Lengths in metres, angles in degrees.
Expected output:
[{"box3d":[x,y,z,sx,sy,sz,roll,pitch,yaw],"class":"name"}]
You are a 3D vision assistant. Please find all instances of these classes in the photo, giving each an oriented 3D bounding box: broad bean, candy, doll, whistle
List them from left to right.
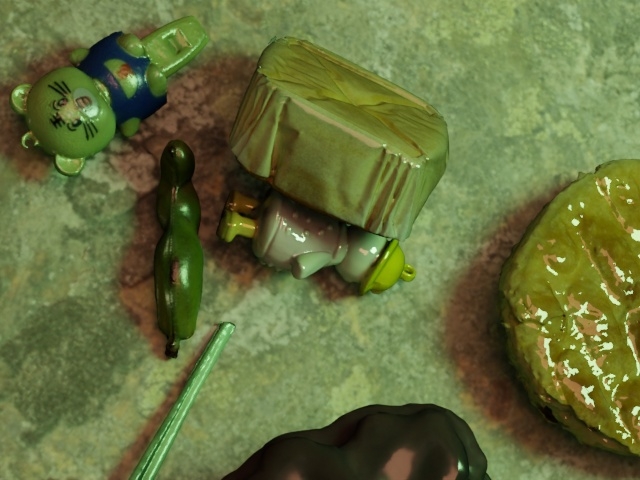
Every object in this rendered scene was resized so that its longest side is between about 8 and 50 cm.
[{"box3d":[-0.204,-0.152,1.974,0.227,0.085,0.105,-36,93,-22],"class":"whistle"},{"box3d":[-0.158,0.208,1.885,0.093,0.092,0.335,12,56,29],"class":"candy"},{"box3d":[-0.139,0.009,1.953,0.048,0.070,0.213,-3,82,3],"class":"broad bean"},{"box3d":[0.000,0.000,1.979,0.207,0.081,0.129,20,37,-12],"class":"doll"}]

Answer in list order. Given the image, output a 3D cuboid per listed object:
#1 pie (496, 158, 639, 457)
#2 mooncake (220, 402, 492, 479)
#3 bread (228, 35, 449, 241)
[{"box3d":[0.336,0.076,2.023,0.340,0.083,0.339,7,70,-19],"class":"pie"},{"box3d":[0.044,0.341,1.789,0.351,0.212,0.381,-29,67,-7],"class":"mooncake"},{"box3d":[0.017,-0.099,1.961,0.210,0.109,0.192,26,25,-4],"class":"bread"}]
